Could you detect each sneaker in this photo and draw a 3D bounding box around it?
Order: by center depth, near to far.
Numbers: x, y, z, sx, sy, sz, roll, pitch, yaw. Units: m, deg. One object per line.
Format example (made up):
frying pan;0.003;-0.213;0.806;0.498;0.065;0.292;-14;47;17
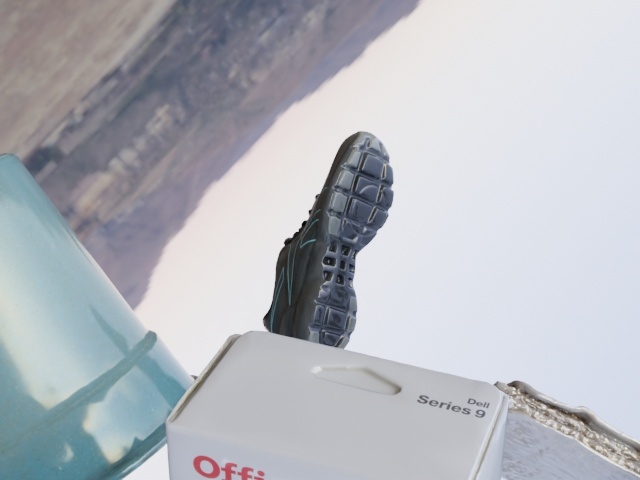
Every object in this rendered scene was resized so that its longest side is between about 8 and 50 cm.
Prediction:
sneaker;0.000;0.000;1.284;0.106;0.101;0.267;14;-96;46

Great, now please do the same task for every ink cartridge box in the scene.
ink cartridge box;0.010;0.230;0.804;0.121;0.211;0.289;-52;147;-55

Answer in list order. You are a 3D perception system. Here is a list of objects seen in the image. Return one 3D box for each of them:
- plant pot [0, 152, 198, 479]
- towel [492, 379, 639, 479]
plant pot;-0.353;0.109;1.204;0.341;0.334;0.341;-30;-171;5
towel;0.283;0.251;1.266;0.049;0.282;0.187;-63;-174;-29
